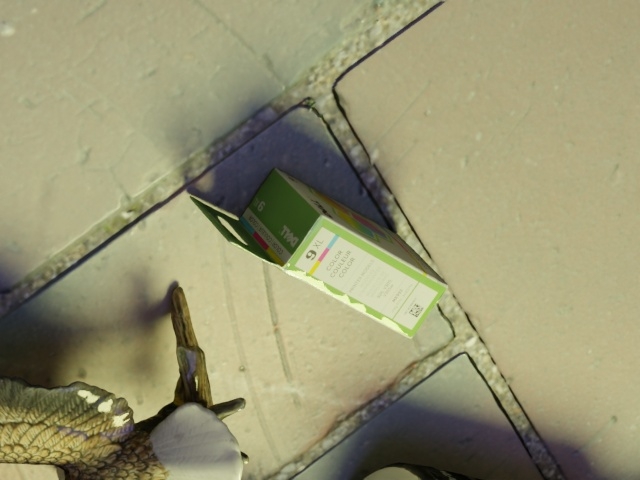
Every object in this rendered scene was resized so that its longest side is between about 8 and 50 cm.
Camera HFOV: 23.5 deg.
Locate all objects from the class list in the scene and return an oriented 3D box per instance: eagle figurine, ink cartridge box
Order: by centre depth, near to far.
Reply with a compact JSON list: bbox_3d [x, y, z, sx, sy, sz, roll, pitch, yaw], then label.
[{"bbox_3d":[-0.217,0.197,1.286,0.298,0.226,0.225,-14,140,-24],"label":"eagle figurine"},{"bbox_3d":[0.000,0.000,1.330,0.209,0.109,0.062,28,100,-32],"label":"ink cartridge box"}]

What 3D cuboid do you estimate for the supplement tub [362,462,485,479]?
[{"bbox_3d":[0.187,0.350,1.532,0.338,0.207,0.207,19,106,-30],"label":"supplement tub"}]
